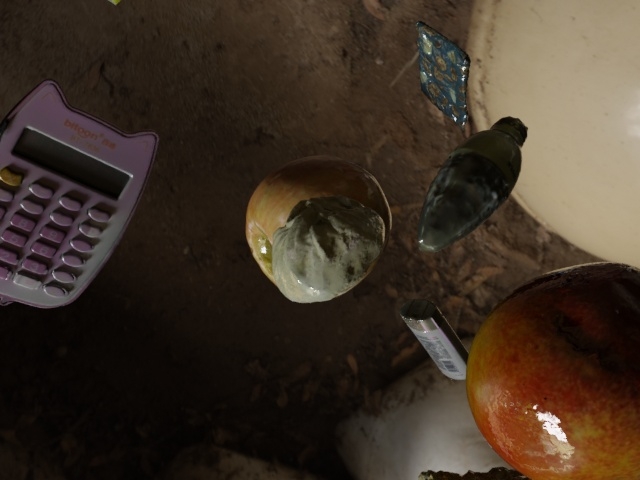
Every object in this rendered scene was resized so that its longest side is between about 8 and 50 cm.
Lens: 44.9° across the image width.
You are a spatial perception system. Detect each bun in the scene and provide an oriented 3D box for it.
[{"bbox_3d":[0.000,0.000,1.331,0.231,0.231,0.133,-35,110,5],"label":"bun"}]

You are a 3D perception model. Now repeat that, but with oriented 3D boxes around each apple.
[{"bbox_3d":[-0.001,-0.040,2.060,0.347,0.391,0.391,-33,120,-19],"label":"apple"}]

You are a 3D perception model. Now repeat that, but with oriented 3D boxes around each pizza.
[{"bbox_3d":[0.351,0.510,1.445,0.268,0.087,0.257,-12,125,39],"label":"pizza"}]

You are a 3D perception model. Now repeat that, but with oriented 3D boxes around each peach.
[{"bbox_3d":[0.258,0.131,0.760,0.231,0.231,0.230,-6,117,-11],"label":"peach"}]

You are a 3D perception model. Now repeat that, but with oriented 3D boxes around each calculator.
[{"bbox_3d":[-0.335,-0.044,0.957,0.194,0.043,0.294,26,104,-32],"label":"calculator"}]

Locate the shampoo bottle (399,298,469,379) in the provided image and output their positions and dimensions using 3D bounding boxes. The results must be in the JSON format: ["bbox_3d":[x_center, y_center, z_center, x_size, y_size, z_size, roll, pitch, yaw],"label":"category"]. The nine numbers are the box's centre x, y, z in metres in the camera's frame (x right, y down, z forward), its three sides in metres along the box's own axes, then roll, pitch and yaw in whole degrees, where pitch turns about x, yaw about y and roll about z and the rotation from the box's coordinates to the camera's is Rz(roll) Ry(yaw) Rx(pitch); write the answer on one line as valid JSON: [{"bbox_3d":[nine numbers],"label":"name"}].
[{"bbox_3d":[0.246,0.207,1.607,0.227,0.086,0.055,52,56,-37],"label":"shampoo bottle"}]

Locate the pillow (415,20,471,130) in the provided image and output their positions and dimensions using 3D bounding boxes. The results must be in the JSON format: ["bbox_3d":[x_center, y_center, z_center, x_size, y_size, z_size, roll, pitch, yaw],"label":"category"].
[{"bbox_3d":[0.302,-0.406,1.912,0.034,0.189,0.255,-31,147,-12],"label":"pillow"}]

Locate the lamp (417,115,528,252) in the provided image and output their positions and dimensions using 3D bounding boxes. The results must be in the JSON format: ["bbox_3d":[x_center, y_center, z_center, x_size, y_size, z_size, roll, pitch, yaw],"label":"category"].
[{"bbox_3d":[0.205,-0.076,1.039,0.250,0.101,0.101,-52,122,-27],"label":"lamp"}]

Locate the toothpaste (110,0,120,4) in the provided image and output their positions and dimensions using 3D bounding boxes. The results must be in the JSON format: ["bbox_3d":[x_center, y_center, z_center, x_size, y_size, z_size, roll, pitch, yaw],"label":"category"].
[{"bbox_3d":[-0.085,-0.216,0.480,0.070,0.044,0.193,23,146,-39],"label":"toothpaste"}]
